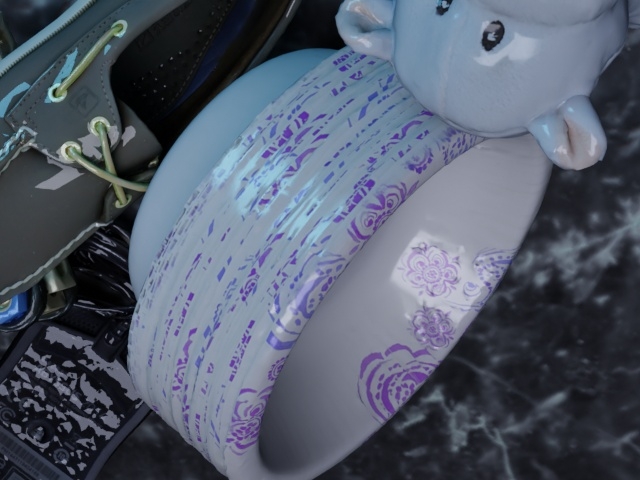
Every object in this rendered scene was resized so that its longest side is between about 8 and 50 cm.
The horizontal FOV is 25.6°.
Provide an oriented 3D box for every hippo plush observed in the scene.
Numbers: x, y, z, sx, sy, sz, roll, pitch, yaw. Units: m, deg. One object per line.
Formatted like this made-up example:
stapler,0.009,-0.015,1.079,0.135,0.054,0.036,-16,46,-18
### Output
hippo plush,0.103,-0.169,0.714,0.234,0.236,0.294,37,148,23

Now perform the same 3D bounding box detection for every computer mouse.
computer mouse,-0.183,0.120,1.073,0.188,0.072,0.272,43,106,-8

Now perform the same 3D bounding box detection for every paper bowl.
paper bowl,0.000,0.000,0.846,0.148,0.284,0.284,38,123,23

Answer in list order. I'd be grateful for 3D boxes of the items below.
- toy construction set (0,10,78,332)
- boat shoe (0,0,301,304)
toy construction set,-0.284,-0.024,0.962,0.328,0.151,0.215,-19,90,28
boat shoe,-0.124,-0.078,0.831,0.091,0.305,0.109,25,162,43
